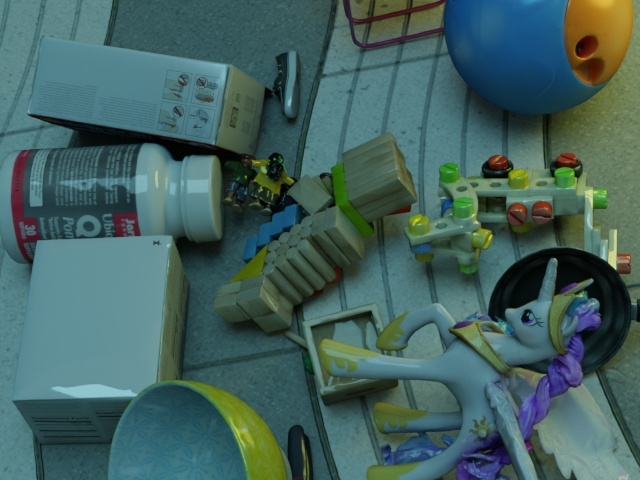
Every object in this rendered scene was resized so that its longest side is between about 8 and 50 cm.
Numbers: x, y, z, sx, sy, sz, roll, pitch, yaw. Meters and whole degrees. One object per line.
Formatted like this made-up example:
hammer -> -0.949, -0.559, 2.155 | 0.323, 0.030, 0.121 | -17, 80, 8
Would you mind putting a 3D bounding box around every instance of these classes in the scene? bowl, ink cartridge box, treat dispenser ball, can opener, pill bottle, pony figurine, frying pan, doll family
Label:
bowl -> -0.130, 0.320, 1.771 | 0.156, 0.289, 0.289 | -1, 44, -45
ink cartridge box -> -0.257, -0.217, 2.146 | 0.310, 0.272, 0.130 | 10, 90, 14
treat dispenser ball -> 0.333, -0.337, 2.082 | 0.288, 0.288, 0.288 | -3, 57, 5
can opener -> -0.028, 0.333, 1.829 | 0.073, 0.059, 0.186 | -4, 57, 5
pill bottle -> -0.310, -0.058, 2.048 | 0.319, 0.176, 0.176 | -3, 57, 6
pony figurine -> 0.220, 0.222, 1.737 | 0.364, 0.303, 0.350 | -17, 96, 27
frying pan -> 0.389, 0.075, 1.874 | 0.326, 0.197, 0.053 | -22, 15, 10
doll family -> -0.055, -0.077, 2.076 | 0.193, 0.076, 0.111 | 31, 60, -25

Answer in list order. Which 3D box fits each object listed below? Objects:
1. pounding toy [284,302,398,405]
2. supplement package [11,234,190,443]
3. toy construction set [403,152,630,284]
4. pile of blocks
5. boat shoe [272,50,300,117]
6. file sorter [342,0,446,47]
pounding toy -> 0.026, 0.159, 1.926 | 0.141, 0.100, 0.130 | -15, 71, 0
supplement package -> -0.307, 0.141, 1.938 | 0.204, 0.145, 0.261 | -2, 56, 6
toy construction set -> 0.293, -0.029, 1.970 | 0.328, 0.151, 0.215 | 12, 35, 6
pile of blocks -> 0.000, 0.000, 2.003 | 0.362, 0.112, 0.149 | -40, 40, 0
boat shoe -> -0.057, -0.253, 2.224 | 0.040, 0.049, 0.142 | -6, 50, 10
file sorter -> 0.111, -0.490, 2.274 | 0.202, 0.182, 0.290 | -13, 56, 0
